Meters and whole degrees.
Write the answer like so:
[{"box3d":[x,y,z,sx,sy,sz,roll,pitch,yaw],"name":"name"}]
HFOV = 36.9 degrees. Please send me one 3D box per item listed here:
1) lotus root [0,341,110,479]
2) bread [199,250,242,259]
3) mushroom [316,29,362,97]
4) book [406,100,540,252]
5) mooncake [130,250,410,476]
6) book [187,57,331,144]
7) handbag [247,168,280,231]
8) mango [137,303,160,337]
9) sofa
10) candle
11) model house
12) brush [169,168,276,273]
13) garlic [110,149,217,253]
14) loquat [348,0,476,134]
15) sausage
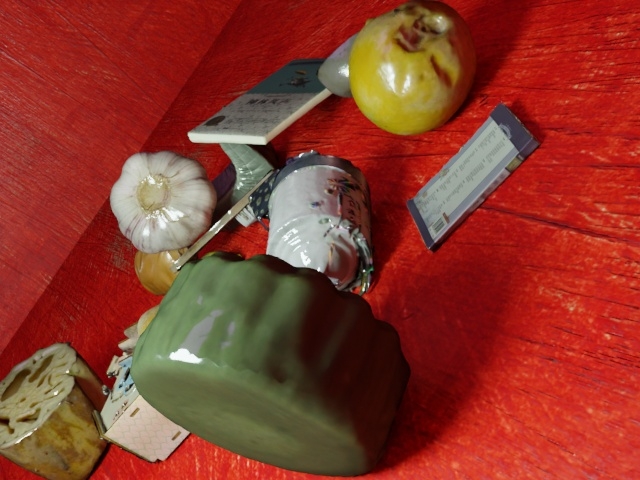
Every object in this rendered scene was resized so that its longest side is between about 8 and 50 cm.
[{"box3d":[-0.579,0.396,2.147,0.316,0.250,0.316,-32,27,19],"name":"lotus root"},{"box3d":[-0.255,0.094,2.144,0.187,0.065,0.149,-24,42,48],"name":"bread"},{"box3d":[0.089,-0.372,2.057,0.188,0.141,0.117,-33,64,17],"name":"mushroom"},{"box3d":[0.234,-0.100,1.501,0.231,0.026,0.157,-48,26,17],"name":"book"},{"box3d":[-0.060,0.165,1.273,0.356,0.356,0.194,-22,41,53],"name":"mooncake"},{"box3d":[-0.091,-0.323,2.187,0.264,0.031,0.379,8,40,43],"name":"book"},{"box3d":[-0.093,-0.064,2.056,0.115,0.072,0.139,-40,39,27],"name":"handbag"},{"box3d":[-0.175,0.181,1.642,0.384,0.199,0.221,5,30,43],"name":"mango"},{"box3d":[-0.224,-0.167,2.304,0.225,0.176,0.210,-46,24,19],"name":"sofa"},{"box3d":[0.000,0.000,1.609,0.187,0.187,0.330,-42,25,26],"name":"candle"},{"box3d":[-0.345,0.305,1.880,0.326,0.169,0.244,-27,36,46],"name":"model house"},{"box3d":[-0.206,-0.030,2.166,0.327,0.065,0.070,-42,5,2],"name":"brush"},{"box3d":[-0.345,-0.085,2.217,0.245,0.245,0.253,-54,-13,0],"name":"garlic"},{"box3d":[0.162,-0.299,1.686,0.244,0.244,0.244,-43,25,25],"name":"loquat"},{"box3d":[-0.370,0.064,2.308,0.120,0.136,0.241,-30,5,-32],"name":"sausage"}]
